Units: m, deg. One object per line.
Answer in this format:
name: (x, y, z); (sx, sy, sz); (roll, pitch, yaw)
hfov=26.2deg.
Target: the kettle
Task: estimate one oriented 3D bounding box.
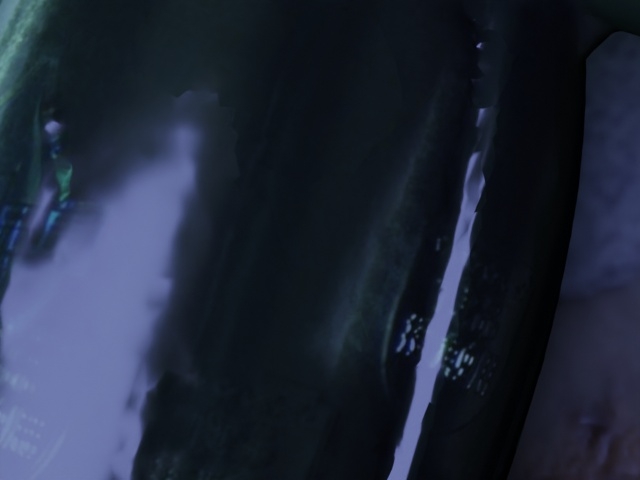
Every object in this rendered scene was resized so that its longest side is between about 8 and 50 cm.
kettle: (0.000, 0.000, 0.411); (0.321, 0.228, 0.324); (18, 89, 37)
